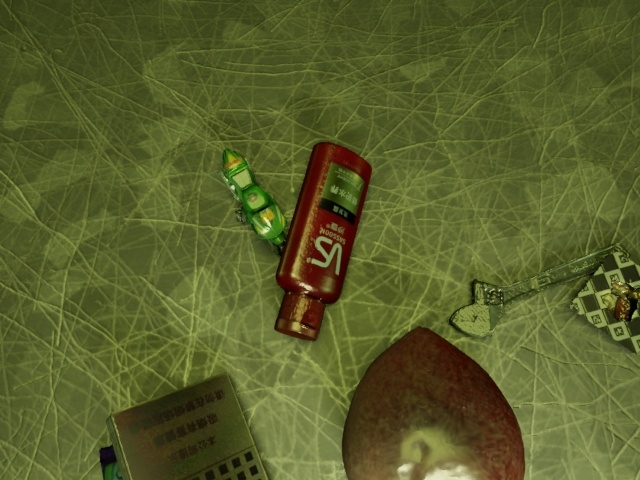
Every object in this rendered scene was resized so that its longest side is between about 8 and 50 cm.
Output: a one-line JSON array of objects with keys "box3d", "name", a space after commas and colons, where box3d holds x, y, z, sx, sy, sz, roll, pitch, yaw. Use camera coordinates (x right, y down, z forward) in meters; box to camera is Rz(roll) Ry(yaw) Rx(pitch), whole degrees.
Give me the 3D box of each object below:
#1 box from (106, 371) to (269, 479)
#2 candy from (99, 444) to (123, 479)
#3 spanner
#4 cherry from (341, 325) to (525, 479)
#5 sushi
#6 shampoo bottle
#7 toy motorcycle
[{"box3d": [-0.150, 0.360, 0.693, 0.180, 0.047, 0.325, -11, 66, -39], "name": "box"}, {"box3d": [-0.229, 0.401, 0.716, 0.145, 0.070, 0.275, -20, 68, 2], "name": "candy"}, {"box3d": [0.356, 0.072, 0.829, 0.325, 0.026, 0.093, -20, 73, -6], "name": "spanner"}, {"box3d": [0.144, 0.256, 0.693, 0.239, 0.206, 0.239, -6, 36, 4], "name": "cherry"}, {"box3d": [0.476, 0.097, 0.817, 0.120, 0.026, 0.126, 39, 81, 11], "name": "sushi"}, {"box3d": [0.001, 0.000, 0.827, 0.118, 0.076, 0.314, 28, 68, -34], "name": "shampoo bottle"}, {"box3d": [-0.106, -0.056, 0.845, 0.074, 0.106, 0.190, -30, 74, -9], "name": "toy motorcycle"}]
